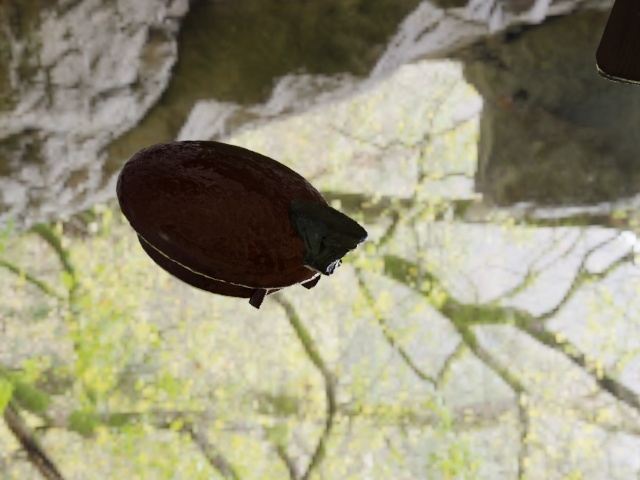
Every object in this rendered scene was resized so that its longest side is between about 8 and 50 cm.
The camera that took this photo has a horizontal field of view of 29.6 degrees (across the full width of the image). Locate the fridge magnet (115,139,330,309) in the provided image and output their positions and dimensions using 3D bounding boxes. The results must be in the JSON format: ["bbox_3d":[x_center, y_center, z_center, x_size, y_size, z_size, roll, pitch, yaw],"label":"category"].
[{"bbox_3d":[-0.148,-0.038,1.919,0.364,0.363,0.155,-83,-166,-57],"label":"fridge magnet"}]

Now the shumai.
[{"bbox_3d":[0.001,0.000,1.733,0.099,0.123,0.087,1,118,-53],"label":"shumai"}]

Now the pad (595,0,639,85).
[{"bbox_3d":[0.525,-0.314,1.554,0.018,0.284,0.287,38,71,-61],"label":"pad"}]
